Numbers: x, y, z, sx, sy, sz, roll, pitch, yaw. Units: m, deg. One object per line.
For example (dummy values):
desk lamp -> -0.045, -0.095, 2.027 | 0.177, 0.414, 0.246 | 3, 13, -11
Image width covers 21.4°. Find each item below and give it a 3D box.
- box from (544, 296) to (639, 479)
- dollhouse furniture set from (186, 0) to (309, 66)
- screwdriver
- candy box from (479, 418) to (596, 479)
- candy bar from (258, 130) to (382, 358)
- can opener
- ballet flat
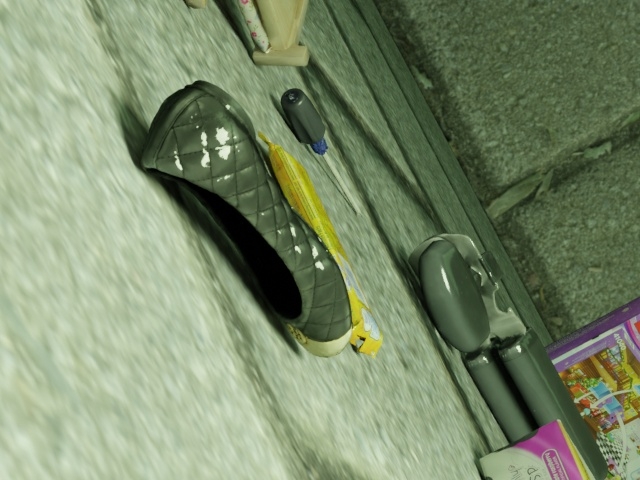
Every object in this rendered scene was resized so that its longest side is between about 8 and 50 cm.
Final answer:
box -> 0.384, 0.229, 2.019 | 0.293, 0.201, 0.057 | 60, 8, -13
dollhouse furniture set -> -0.082, -0.235, 1.265 | 0.303, 0.174, 0.355 | 71, 26, -53
screwdriver -> 0.008, -0.060, 1.278 | 0.025, 0.024, 0.170 | 30, -16, 37
candy box -> 0.209, 0.264, 1.225 | 0.233, 0.071, 0.159 | 55, 10, -33
candy bar -> 0.000, 0.000, 1.015 | 0.040, 0.018, 0.161 | 43, 20, -57
can opener -> 0.159, 0.117, 1.512 | 0.280, 0.074, 0.093 | 57, 43, -14
ballet flat -> -0.033, -0.001, 0.761 | 0.057, 0.049, 0.173 | 20, -28, 42
